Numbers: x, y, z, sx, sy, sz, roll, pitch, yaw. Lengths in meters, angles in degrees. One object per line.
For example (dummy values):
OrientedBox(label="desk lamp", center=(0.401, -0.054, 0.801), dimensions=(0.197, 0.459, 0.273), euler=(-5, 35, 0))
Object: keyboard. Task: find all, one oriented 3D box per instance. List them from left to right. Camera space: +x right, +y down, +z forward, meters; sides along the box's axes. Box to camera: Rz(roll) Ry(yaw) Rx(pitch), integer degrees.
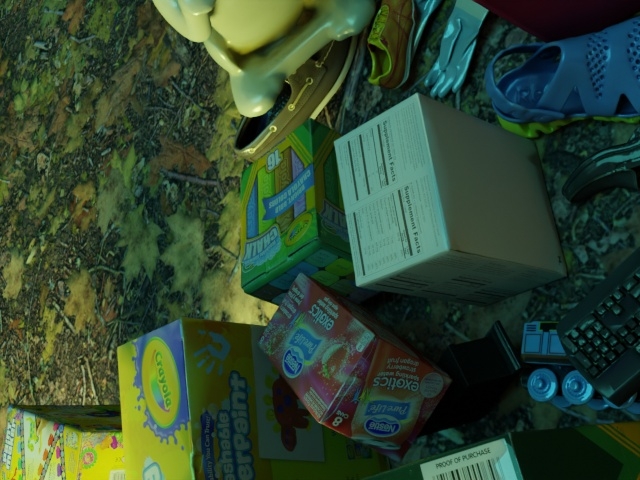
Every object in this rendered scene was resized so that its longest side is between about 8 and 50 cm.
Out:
OrientedBox(label="keyboard", center=(0.424, 0.062, 0.921), dimensions=(0.317, 0.033, 0.201), euler=(-46, 51, 10))

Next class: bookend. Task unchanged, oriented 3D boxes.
OrientedBox(label="bookend", center=(0.154, 0.187, 1.095), dimensions=(0.156, 0.157, 0.072), euler=(108, 145, -52))

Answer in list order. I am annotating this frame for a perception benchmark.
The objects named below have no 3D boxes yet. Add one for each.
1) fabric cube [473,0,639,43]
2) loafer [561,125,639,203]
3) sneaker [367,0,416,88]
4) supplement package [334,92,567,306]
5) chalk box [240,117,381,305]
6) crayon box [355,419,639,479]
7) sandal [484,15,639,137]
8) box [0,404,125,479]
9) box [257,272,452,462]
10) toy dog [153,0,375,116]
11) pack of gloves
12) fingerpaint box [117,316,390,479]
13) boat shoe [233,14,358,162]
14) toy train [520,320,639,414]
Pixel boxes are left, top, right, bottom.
OrientedBox(label="fabric cube", center=(0.313, -0.431, 1.037), dimensions=(0.258, 0.254, 0.259), euler=(-33, 60, 38))
OrientedBox(label="loafer", center=(0.376, -0.088, 1.039), dimensions=(0.170, 0.062, 0.061), euler=(-38, 62, 35))
OrientedBox(label="sneaker", center=(0.108, -0.326, 1.319), dimensions=(0.064, 0.067, 0.175), euler=(-1, 87, 54))
OrientedBox(label="supplement package", center=(0.170, -0.041, 1.090), dimensions=(0.145, 0.262, 0.203), euler=(-25, 64, 39))
OrientedBox(label="chalk box", center=(0.000, 0.000, 1.275), dimensions=(0.179, 0.180, 0.288), euler=(-34, 48, 37))
OrientedBox(label="crayon box", center=(0.168, 0.307, 0.981), dimensions=(0.363, 0.313, 0.106), euler=(-30, 65, 37))
OrientedBox(label="sandal", center=(0.334, -0.209, 1.053), dimensions=(0.317, 0.138, 0.126), euler=(-15, 69, 41))
OrientedBox(label="box", center=(-0.383, 0.404, 1.535), dimensions=(0.279, 0.290, 0.176), euler=(2, 84, 46))
OrientedBox(label="box", center=(0.032, 0.151, 1.065), dimensions=(0.122, 0.128, 0.257), euler=(-57, 26, 1))
OrientedBox(label="toy dog", center=(-0.153, -0.471, 1.313), dimensions=(0.285, 0.408, 0.395), euler=(-31, 48, 17))
OrientedBox(label="pack of gloves", center=(0.195, -0.344, 1.299), dimensions=(0.195, 0.046, 0.232), euler=(45, 124, 42))
OrientedBox(label="fingerpaint box", center=(-0.075, 0.353, 1.179), dimensions=(0.163, 0.371, 0.444), euler=(-26, 65, 39))
OrientedBox(label="boat shoe", center=(-0.045, -0.275, 1.474), dimensions=(0.116, 0.097, 0.324), euler=(48, 115, 41))
OrientedBox(label="toy train", center=(0.328, 0.150, 1.025), dimensions=(0.184, 0.080, 0.105), euler=(-5, 72, 45))
